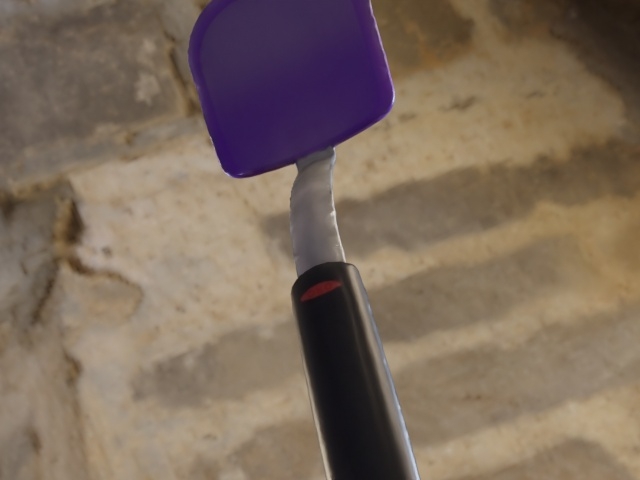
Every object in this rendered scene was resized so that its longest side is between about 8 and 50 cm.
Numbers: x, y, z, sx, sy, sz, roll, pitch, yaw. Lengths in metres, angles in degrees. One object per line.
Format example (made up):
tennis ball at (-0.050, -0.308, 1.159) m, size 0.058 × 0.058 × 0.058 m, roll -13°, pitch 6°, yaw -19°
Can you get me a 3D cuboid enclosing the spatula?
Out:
spatula at (0.000, 0.000, 0.528) m, size 0.084 × 0.296 × 0.030 m, roll -23°, pitch 137°, yaw 13°
